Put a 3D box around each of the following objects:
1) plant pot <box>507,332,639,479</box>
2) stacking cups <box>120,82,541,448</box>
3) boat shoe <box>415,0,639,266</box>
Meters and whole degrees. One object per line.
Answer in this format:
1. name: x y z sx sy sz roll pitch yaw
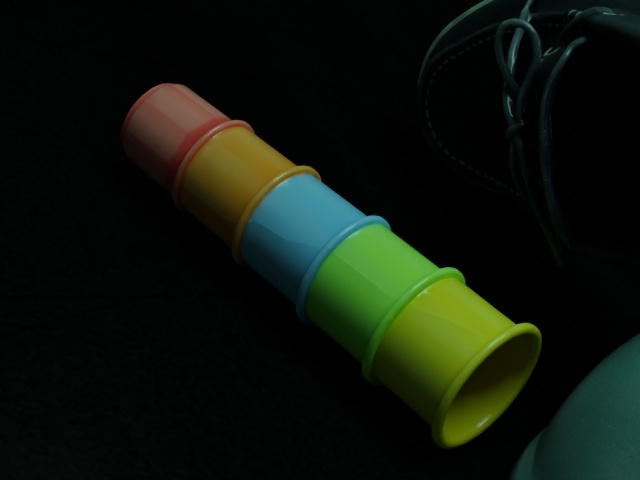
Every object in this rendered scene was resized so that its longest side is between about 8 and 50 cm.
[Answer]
1. plant pot: 0.282 0.137 1.117 0.293 0.196 0.293 20 28 -11
2. stacking cups: 0.000 0.000 1.229 0.316 0.096 0.096 41 32 28
3. boat shoe: 0.195 -0.081 1.295 0.156 0.187 0.500 -16 17 -27
